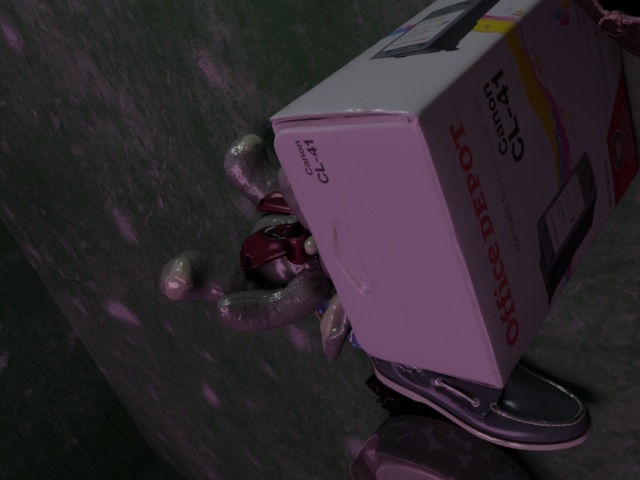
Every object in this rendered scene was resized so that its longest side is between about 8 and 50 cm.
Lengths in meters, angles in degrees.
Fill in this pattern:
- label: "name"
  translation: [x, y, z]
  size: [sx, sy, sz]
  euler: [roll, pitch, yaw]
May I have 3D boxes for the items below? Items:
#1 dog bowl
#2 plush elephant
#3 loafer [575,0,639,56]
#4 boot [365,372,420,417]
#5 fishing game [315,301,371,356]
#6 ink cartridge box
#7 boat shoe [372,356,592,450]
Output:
- label: "dog bowl"
  translation: [0.226, 0.444, 1.095]
  size: [0.348, 0.102, 0.349]
  euler: [23, 145, 18]
- label: "plush elephant"
  translation: [0.000, 0.000, 0.764]
  size: [0.330, 0.272, 0.255]
  euler: [36, 148, -9]
- label: "loafer"
  translation: [0.151, -0.279, 0.367]
  size: [0.134, 0.130, 0.366]
  euler: [-34, 87, 39]
- label: "boot"
  translation: [0.142, 0.282, 1.099]
  size: [0.099, 0.045, 0.121]
  euler: [50, 150, -7]
- label: "fishing game"
  translation: [0.080, 0.148, 1.030]
  size: [0.264, 0.041, 0.189]
  euler: [9, 135, 41]
- label: "ink cartridge box"
  translation: [0.135, -0.071, 0.499]
  size: [0.131, 0.306, 0.226]
  euler: [5, 129, 43]
- label: "boat shoe"
  translation: [0.215, 0.191, 0.860]
  size: [0.319, 0.116, 0.099]
  euler: [16, 131, 31]
